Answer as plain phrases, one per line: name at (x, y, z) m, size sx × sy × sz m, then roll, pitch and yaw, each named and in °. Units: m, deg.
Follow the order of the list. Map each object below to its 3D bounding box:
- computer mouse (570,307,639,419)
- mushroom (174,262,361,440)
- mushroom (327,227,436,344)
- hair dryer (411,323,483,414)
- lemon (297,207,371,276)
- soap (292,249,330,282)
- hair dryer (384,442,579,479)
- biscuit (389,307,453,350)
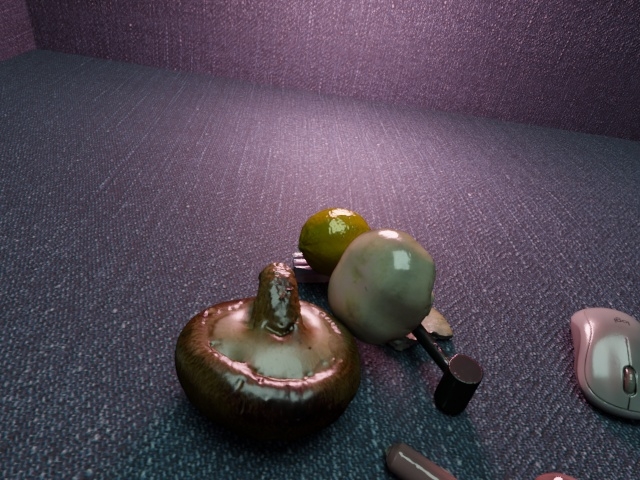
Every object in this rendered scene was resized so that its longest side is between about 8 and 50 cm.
computer mouse at (0.709, 0.269, 0.972) m, size 0.184 × 0.121 × 0.297 m, roll 16°, pitch 39°, yaw 17°
mushroom at (-0.090, 0.229, 0.785) m, size 0.344 × 0.239 × 0.345 m, roll -8°, pitch 41°, yaw 7°
mushroom at (0.152, 0.104, 0.901) m, size 0.234 × 0.260 × 0.254 m, roll 19°, pitch 70°, yaw -33°
hair dryer at (0.244, 0.253, 0.907) m, size 0.070 × 0.114 × 0.248 m, roll -9°, pitch 37°, yaw -27°
lemon at (0.036, 0.006, 1.043) m, size 0.202 × 0.179 × 0.178 m, roll -8°, pitch 39°, yaw -25°
soap at (-0.010, 0.069, 1.138) m, size 0.148 × 0.056 × 0.100 m, roll 0°, pitch 39°, yaw -15°
hair dryer at (0.270, 0.432, 0.673) m, size 0.352 × 0.126 × 0.210 m, roll 25°, pitch 37°, yaw 31°
biscuit at (0.205, 0.198, 1.031) m, size 0.265 × 0.040 × 0.188 m, roll 15°, pitch 35°, yaw 6°
